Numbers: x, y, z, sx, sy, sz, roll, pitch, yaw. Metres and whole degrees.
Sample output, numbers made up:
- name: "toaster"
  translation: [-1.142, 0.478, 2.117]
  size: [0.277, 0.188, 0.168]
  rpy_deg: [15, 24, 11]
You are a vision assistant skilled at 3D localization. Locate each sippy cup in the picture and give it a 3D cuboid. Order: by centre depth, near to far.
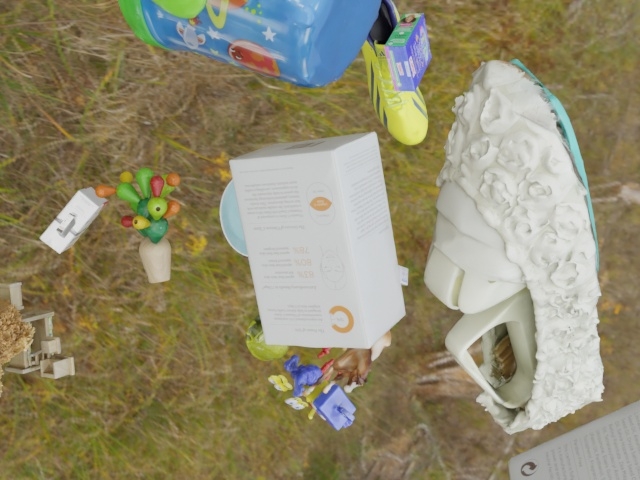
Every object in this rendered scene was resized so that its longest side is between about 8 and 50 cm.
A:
- name: "sippy cup"
  translation: [-0.060, -0.281, 0.905]
  size: [0.305, 0.224, 0.240]
  rpy_deg: [-52, 160, -26]

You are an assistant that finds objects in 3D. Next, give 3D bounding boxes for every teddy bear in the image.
- name: "teddy bear"
  translation: [-0.682, 0.242, 1.530]
  size: [0.245, 0.338, 0.113]
  rpy_deg: [3, 126, 5]

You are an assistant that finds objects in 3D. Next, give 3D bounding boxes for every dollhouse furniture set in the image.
- name: "dollhouse furniture set"
  translation: [-0.554, 0.172, 1.692]
  size: [0.101, 0.161, 0.182]
  rpy_deg: [-14, 103, -57]

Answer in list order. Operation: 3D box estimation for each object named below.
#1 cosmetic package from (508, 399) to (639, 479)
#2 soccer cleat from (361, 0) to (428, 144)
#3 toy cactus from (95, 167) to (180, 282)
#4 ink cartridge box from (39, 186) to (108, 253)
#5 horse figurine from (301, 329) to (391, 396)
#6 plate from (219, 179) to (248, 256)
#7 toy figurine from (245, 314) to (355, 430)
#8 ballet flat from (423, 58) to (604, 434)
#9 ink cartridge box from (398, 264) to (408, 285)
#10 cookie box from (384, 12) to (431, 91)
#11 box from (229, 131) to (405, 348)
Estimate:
- name: "cosmetic package"
  translation: [0.487, 0.300, 1.011]
  size: [0.453, 0.161, 0.230]
  rpy_deg: [-33, 114, 23]
- name: "soccer cleat"
  translation: [0.123, -0.311, 1.513]
  size: [0.093, 0.121, 0.289]
  rpy_deg: [-16, 93, 7]
- name: "toy cactus"
  translation: [-0.273, -0.023, 1.305]
  size: [0.112, 0.219, 0.180]
  rpy_deg: [-11, 96, -30]
- name: "ink cartridge box"
  translation: [-0.525, -0.044, 1.787]
  size: [0.056, 0.099, 0.135]
  rpy_deg: [40, 96, -7]
- name: "horse figurine"
  translation: [0.073, 0.217, 1.589]
  size: [0.066, 0.174, 0.263]
  rpy_deg: [49, 39, 2]
- name: "plate"
  translation: [-0.145, -0.058, 1.788]
  size: [0.188, 0.024, 0.188]
  rpy_deg: [-3, 94, -43]
- name: "toy figurine"
  translation: [0.011, 0.293, 1.796]
  size: [0.191, 0.217, 0.362]
  rpy_deg: [-40, 135, -11]
- name: "ballet flat"
  translation: [0.162, 0.045, 0.710]
  size: [0.147, 0.147, 0.409]
  rpy_deg: [-44, 135, -19]
- name: "ink cartridge box"
  translation: [0.126, 0.074, 1.998]
  size: [0.207, 0.097, 0.046]
  rpy_deg: [20, 71, -59]
- name: "cookie box"
  translation: [0.151, -0.322, 1.429]
  size: [0.092, 0.040, 0.107]
  rpy_deg: [71, 34, -40]
- name: "box"
  translation: [0.000, 0.000, 1.480]
  size: [0.168, 0.215, 0.345]
  rpy_deg: [-31, 115, -56]
